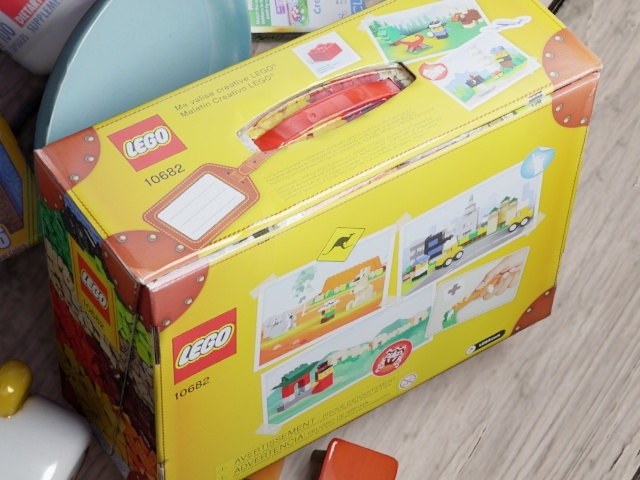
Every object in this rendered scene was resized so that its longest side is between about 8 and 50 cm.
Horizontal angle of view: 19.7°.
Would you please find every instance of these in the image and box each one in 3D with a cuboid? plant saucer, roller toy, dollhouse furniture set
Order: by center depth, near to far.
[{"bbox_3d":[-0.316,0.226,1.737,0.146,0.209,0.191,26,60,-1],"label":"roller toy"},{"bbox_3d":[-0.175,-0.130,1.770,0.044,0.317,0.317,24,71,25],"label":"plant saucer"},{"bbox_3d":[0.011,0.336,1.893,0.262,0.135,0.259,20,77,-18],"label":"dollhouse furniture set"}]

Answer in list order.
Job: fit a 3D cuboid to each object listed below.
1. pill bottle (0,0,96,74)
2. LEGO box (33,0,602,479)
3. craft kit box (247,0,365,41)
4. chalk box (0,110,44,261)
[{"bbox_3d":[-0.355,-0.368,1.779,0.408,0.229,0.229,39,72,-13],"label":"pill bottle"},{"bbox_3d":[0.000,0.000,1.781,0.500,0.372,0.193,-26,54,-23],"label":"LEGO box"},{"bbox_3d":[-0.081,-0.337,1.978,0.247,0.061,0.249,-2,85,-24],"label":"craft kit box"},{"bbox_3d":[-0.367,-0.069,1.793,0.132,0.132,0.213,-29,96,-21],"label":"chalk box"}]
